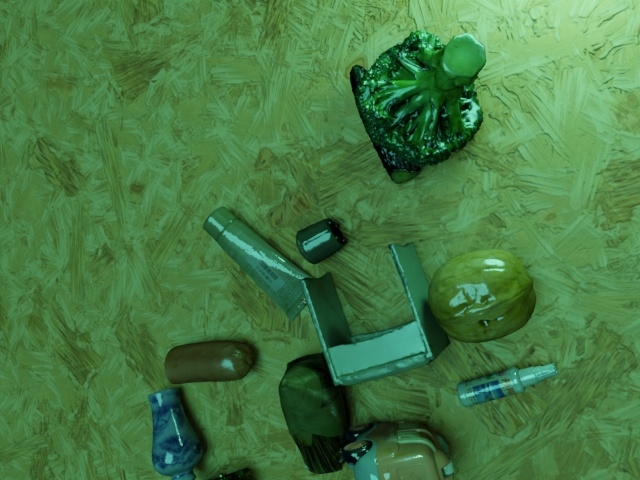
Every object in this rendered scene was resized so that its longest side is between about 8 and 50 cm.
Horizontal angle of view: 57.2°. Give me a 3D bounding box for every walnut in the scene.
[{"bbox_3d":[0.343,0.117,1.250,0.222,0.195,0.195,-18,85,23],"label":"walnut"}]

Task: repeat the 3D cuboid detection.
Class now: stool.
[{"bbox_3d":[0.128,0.168,1.357,0.244,0.170,0.269,-21,84,23],"label":"stool"},{"bbox_3d":[0.000,0.000,1.450,0.110,0.096,0.096,-28,81,17],"label":"stool"}]

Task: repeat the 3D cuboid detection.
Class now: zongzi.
[{"bbox_3d":[-0.026,0.426,1.361,0.154,0.317,0.289,-15,86,13],"label":"zongzi"}]

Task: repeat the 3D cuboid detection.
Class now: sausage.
[{"bbox_3d":[-0.298,0.328,1.593,0.259,0.113,0.113,-10,88,26],"label":"sausage"}]

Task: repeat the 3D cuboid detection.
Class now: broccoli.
[{"bbox_3d":[0.220,-0.303,1.220,0.298,0.297,0.297,1,80,-9],"label":"broccoli"}]

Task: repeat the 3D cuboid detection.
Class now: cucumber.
[{"bbox_3d":[0.140,-0.276,1.382,0.072,0.081,0.303,-20,77,-20],"label":"cucumber"}]

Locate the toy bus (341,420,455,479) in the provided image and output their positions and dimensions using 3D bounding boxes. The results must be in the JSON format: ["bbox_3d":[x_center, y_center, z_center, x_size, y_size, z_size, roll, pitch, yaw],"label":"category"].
[{"bbox_3d":[0.178,0.506,1.307,0.232,0.288,0.194,-18,86,8],"label":"toy bus"}]

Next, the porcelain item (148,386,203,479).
[{"bbox_3d":[-0.412,0.548,1.645,0.141,0.141,0.259,-26,72,23],"label":"porcelain item"}]

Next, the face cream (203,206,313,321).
[{"bbox_3d":[-0.161,0.051,1.539,0.341,0.084,0.137,42,110,8],"label":"face cream"}]

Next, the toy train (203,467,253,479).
[{"bbox_3d":[-0.280,0.682,1.589,0.226,0.137,0.090,-25,76,20],"label":"toy train"}]

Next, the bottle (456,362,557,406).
[{"bbox_3d":[0.411,0.313,1.297,0.217,0.060,0.060,-25,82,23],"label":"bottle"}]
